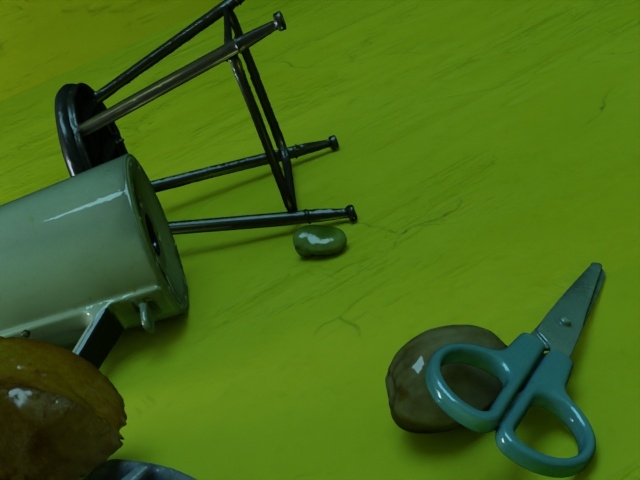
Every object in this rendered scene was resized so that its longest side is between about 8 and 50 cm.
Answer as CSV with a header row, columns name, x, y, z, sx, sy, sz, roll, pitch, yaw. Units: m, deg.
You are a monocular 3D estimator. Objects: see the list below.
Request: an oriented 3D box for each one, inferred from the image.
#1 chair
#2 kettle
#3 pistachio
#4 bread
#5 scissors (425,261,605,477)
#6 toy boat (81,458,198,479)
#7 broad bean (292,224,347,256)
name,x,y,z,sx,sy,sz,roll,pitch,yaw
chair,-0.203,-0.190,1.996,0.410,0.362,0.365,-19,25,5
kettle,-0.401,0.089,1.725,0.376,0.250,0.361,-19,53,3
pistachio,0.146,0.152,1.338,0.126,0.108,0.185,20,34,36
bread,-0.402,0.219,1.389,0.340,0.179,0.194,-25,19,20
scissors,0.266,0.116,1.359,0.192,0.029,0.447,32,32,12
toy boat,-0.165,0.309,1.245,0.127,0.078,0.283,-34,30,-34
broad bean,0.000,0.000,1.823,0.083,0.045,0.063,-3,29,12
